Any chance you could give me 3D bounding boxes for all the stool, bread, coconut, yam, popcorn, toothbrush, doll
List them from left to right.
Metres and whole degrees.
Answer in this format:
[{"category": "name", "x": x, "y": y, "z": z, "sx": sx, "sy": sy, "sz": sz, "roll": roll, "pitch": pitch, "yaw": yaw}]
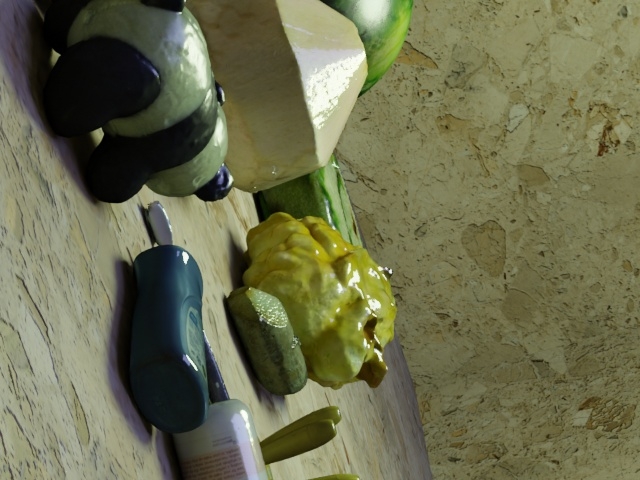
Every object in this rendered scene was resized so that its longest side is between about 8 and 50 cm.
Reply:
[{"category": "doll", "x": -0.153, "y": -0.121, "z": 1.216, "sx": 0.234, "sy": 0.135, "sz": 0.143, "roll": 72, "pitch": 7, "yaw": -53}, {"category": "toothbrush", "x": -0.124, "y": 0.095, "z": 1.420, "sx": 0.026, "sy": 0.024, "sz": 0.288, "roll": -138, "pitch": -151, "yaw": -74}, {"category": "coconut", "x": -0.067, "y": -0.186, "z": 1.613, "sx": 0.259, "sy": 0.259, "sz": 0.259, "roll": -16, "pitch": 90, "yaw": -84}, {"category": "yam", "x": -0.062, "y": 0.117, "z": 1.704, "sx": 0.070, "sy": 0.069, "sz": 0.146, "roll": -97, "pitch": 170, "yaw": -57}, {"category": "stool", "x": -0.022, "y": 0.248, "z": 1.529, "sx": 0.134, "sy": 0.110, "sz": 0.135, "roll": 66, "pitch": 8, "yaw": -46}, {"category": "bread", "x": 0.000, "y": 0.000, "z": 2.296, "sx": 0.366, "sy": 0.129, "sz": 0.382, "roll": -91, "pitch": 165, "yaw": -69}, {"category": "popcorn", "x": 0.007, "y": 0.081, "z": 1.843, "sx": 0.266, "sy": 0.192, "sz": 0.233, "roll": 57, "pitch": 0, "yaw": 38}]

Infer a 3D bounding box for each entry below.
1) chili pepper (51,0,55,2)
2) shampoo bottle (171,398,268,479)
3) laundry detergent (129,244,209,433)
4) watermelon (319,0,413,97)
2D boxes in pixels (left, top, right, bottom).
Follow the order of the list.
[{"category": "chili pepper", "x": -0.201, "y": -0.240, "z": 1.313, "sx": 0.137, "sy": 0.092, "sz": 0.368, "roll": 60, "pitch": 1, "yaw": 8}, {"category": "shampoo bottle", "x": -0.075, "y": 0.237, "z": 1.235, "sx": 0.074, "sy": 0.074, "sz": 0.192, "roll": 19, "pitch": 54, "yaw": -83}, {"category": "laundry detergent", "x": -0.130, "y": 0.070, "z": 1.232, "sx": 0.206, "sy": 0.061, "sz": 0.097, "roll": -98, "pitch": 168, "yaw": -55}, {"category": "watermelon", "x": -0.024, "y": -0.361, "z": 2.073, "sx": 0.363, "sy": 0.363, "sz": 0.363, "roll": -16, "pitch": 90, "yaw": -84}]
